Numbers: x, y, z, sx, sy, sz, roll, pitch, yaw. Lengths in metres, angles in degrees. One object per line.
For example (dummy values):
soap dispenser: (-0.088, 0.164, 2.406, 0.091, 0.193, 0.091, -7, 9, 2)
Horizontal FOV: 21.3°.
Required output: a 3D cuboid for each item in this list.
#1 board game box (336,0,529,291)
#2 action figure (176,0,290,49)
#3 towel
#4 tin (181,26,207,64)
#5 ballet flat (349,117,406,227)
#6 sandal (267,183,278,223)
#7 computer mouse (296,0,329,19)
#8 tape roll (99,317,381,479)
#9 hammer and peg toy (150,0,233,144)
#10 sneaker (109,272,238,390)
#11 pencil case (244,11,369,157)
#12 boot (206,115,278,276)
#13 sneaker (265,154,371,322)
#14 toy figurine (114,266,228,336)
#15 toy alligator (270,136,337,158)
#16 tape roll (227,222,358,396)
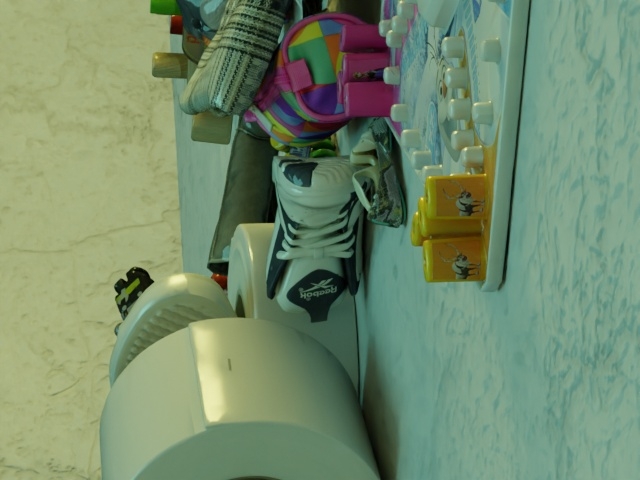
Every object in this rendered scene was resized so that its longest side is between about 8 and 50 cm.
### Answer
board game box: (0.070, -0.216, 1.166, 0.390, 0.050, 0.390, -111, 21, -65)
action figure: (-0.143, -0.351, 2.015, 0.330, 0.178, 0.341, 62, -179, -12)
towel: (-0.049, -0.258, 1.552, 0.324, 0.056, 0.312, -156, 86, -83)
tin: (-0.132, -0.297, 2.273, 0.189, 0.106, 0.040, 104, 162, -58)
ballet flat: (0.044, -0.061, 1.388, 0.041, 0.041, 0.114, 101, 165, -54)
sandal: (-0.049, -0.011, 1.937, 0.090, 0.060, 0.219, -44, 46, 23)
computer mouse: (-0.023, -0.279, 1.782, 0.106, 0.042, 0.193, 100, 165, -57)
tape roll: (-0.071, 0.213, 1.505, 0.169, 0.246, 0.246, -107, 18, -61)
hammer and peg toy: (-0.183, -0.335, 2.467, 0.266, 0.127, 0.361, -95, 9, -52)
sneaker: (-0.155, 0.116, 1.744, 0.366, 0.135, 0.150, 102, 161, -54)
pencil case: (-0.008, -0.139, 1.525, 0.236, 0.104, 0.104, 153, 116, -79)
boot: (-0.074, -0.074, 1.852, 0.189, 0.076, 0.208, 113, 174, -73)
sneaker: (0.000, 0.000, 1.509, 0.235, 0.094, 0.153, -166, 74, -81)
toy figurine: (-0.172, 0.139, 2.270, 0.148, 0.209, 0.213, -117, 28, -48)
toy alligator: (-0.015, -0.107, 1.715, 0.051, 0.056, 0.189, -37, 48, 26)
tape roll: (-0.033, 0.121, 1.722, 0.286, 0.100, 0.286, 178, 90, -82)
